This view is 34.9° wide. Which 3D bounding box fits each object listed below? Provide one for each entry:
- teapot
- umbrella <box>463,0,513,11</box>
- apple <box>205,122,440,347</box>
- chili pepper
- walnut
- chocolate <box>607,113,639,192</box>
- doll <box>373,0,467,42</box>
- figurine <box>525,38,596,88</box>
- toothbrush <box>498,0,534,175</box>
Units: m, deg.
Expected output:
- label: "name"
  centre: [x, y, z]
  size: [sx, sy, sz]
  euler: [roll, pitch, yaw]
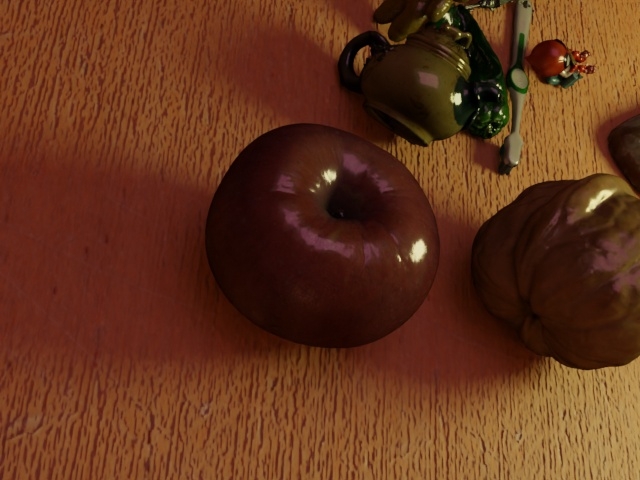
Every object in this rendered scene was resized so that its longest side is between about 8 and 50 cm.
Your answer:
- label: "teapot"
  centre: [0.150, -0.254, 1.546]
  size: [0.269, 0.173, 0.182]
  euler: [32, 90, 28]
- label: "umbrella"
  centre: [0.351, -0.448, 1.844]
  size: [0.269, 0.044, 0.044]
  euler: [-21, 118, -28]
- label: "apple"
  centre: [0.000, 0.000, 1.298]
  size: [0.306, 0.235, 0.305]
  euler: [12, 55, -18]
- label: "chili pepper"
  centre: [0.252, -0.286, 1.686]
  size: [0.099, 0.083, 0.253]
  euler: [-8, 63, -20]
- label: "walnut"
  centre: [0.374, 0.043, 1.446]
  size: [0.285, 0.285, 0.296]
  euler: [-25, 38, -35]
- label: "chocolate"
  centre: [0.633, -0.179, 1.811]
  size: [0.254, 0.080, 0.157]
  euler: [-25, 76, -35]
- label: "doll"
  centre: [0.189, -0.407, 1.673]
  size: [0.097, 0.209, 0.137]
  euler: [40, 20, -45]
- label: "figurine"
  centre: [0.411, -0.312, 1.775]
  size: [0.140, 0.075, 0.068]
  euler: [7, 59, -43]
- label: "toothbrush"
  centre: [0.340, -0.281, 1.749]
  size: [0.042, 0.040, 0.417]
  euler: [19, 55, -8]
